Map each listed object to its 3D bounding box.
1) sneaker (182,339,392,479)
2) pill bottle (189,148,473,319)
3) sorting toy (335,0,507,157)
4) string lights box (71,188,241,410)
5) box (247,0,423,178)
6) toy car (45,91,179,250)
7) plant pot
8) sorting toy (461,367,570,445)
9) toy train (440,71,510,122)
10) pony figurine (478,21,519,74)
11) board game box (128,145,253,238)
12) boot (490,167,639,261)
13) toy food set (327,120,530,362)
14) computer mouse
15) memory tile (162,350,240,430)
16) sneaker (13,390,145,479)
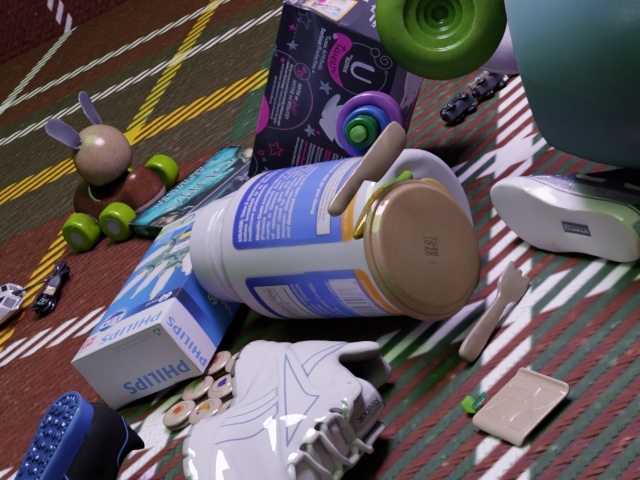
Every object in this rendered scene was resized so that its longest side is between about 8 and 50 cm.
[{"bbox_3d":[-0.020,0.155,0.982,0.129,0.111,0.297,-15,24,18],"label":"sneaker"},{"bbox_3d":[0.000,0.000,1.217,0.272,0.152,0.152,-5,34,45],"label":"pill bottle"},{"bbox_3d":[0.119,-0.226,1.136,0.365,0.127,0.126,-58,-2,15],"label":"sorting toy"},{"bbox_3d":[-0.151,0.060,1.363,0.133,0.077,0.259,-25,22,30],"label":"string lights box"},{"bbox_3d":[0.033,-0.174,1.388,0.142,0.247,0.163,25,44,9],"label":"box"},{"bbox_3d":[-0.318,-0.110,1.776,0.149,0.188,0.155,-14,28,35],"label":"toy car"},{"bbox_3d":[0.284,-0.191,1.035,0.235,0.293,0.293,-11,29,20],"label":"plant pot"},{"bbox_3d":[0.146,0.125,0.963,0.062,0.012,0.083,-45,30,-19],"label":"sorting toy"},{"bbox_3d":[0.204,-0.193,1.527,0.158,0.027,0.036,-40,14,-19],"label":"toy train"},{"bbox_3d":[0.276,-0.299,1.300,0.303,0.351,0.363,-56,14,23],"label":"pony figurine"},{"bbox_3d":[-0.162,-0.067,1.708,0.186,0.026,0.126,-43,25,-26],"label":"board game box"},{"bbox_3d":[0.242,-0.033,1.117,0.086,0.069,0.190,-33,30,-24],"label":"boot"},{"bbox_3d":[0.085,0.007,1.067,0.038,0.192,0.132,-23,22,53],"label":"toy food set"},{"bbox_3d":[-0.431,0.092,1.698,0.193,0.042,0.106,-20,29,10],"label":"computer mouse"},{"bbox_3d":[-0.080,0.140,1.207,0.148,0.012,0.113,-10,31,39],"label":"memory tile"},{"bbox_3d":[-0.239,0.252,1.102,0.081,0.090,0.232,11,68,56],"label":"sneaker"}]
